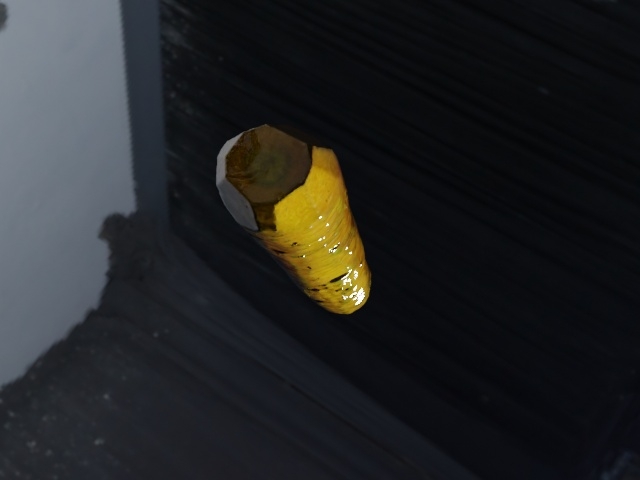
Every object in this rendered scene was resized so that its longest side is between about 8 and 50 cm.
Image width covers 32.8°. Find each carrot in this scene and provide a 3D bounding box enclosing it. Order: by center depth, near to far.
[{"bbox_3d":[0.000,0.000,0.688,0.066,0.066,0.314,-56,163,-7],"label":"carrot"}]
